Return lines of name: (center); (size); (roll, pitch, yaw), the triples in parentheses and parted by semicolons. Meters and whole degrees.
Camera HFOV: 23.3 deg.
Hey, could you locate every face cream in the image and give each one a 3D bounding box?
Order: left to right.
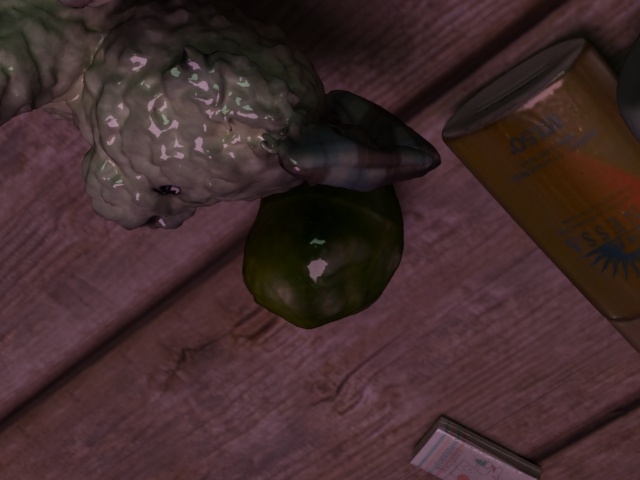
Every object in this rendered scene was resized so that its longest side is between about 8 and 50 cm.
face cream: (0.232, -0.018, 1.185); (0.139, 0.067, 0.285); (-31, 115, 33)

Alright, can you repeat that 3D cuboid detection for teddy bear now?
teddy bear: (-0.172, -0.061, 1.091); (0.375, 0.327, 0.362); (-43, 84, 11)

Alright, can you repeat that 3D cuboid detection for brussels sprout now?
brussels sprout: (0.003, 0.003, 1.210); (0.117, 0.155, 0.155); (19, 128, -3)

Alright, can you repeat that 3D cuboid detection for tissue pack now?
tissue pack: (0.140, 0.203, 1.400); (0.108, 0.023, 0.056); (29, 127, -9)

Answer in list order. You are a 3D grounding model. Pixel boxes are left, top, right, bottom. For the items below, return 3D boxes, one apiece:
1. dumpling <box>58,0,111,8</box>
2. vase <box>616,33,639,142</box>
dumpling: (-0.065, -0.301, 0.874); (0.341, 0.181, 0.260); (-31, 89, 49)
vase: (0.331, -0.075, 1.090); (0.248, 0.128, 0.128); (27, 128, -19)
